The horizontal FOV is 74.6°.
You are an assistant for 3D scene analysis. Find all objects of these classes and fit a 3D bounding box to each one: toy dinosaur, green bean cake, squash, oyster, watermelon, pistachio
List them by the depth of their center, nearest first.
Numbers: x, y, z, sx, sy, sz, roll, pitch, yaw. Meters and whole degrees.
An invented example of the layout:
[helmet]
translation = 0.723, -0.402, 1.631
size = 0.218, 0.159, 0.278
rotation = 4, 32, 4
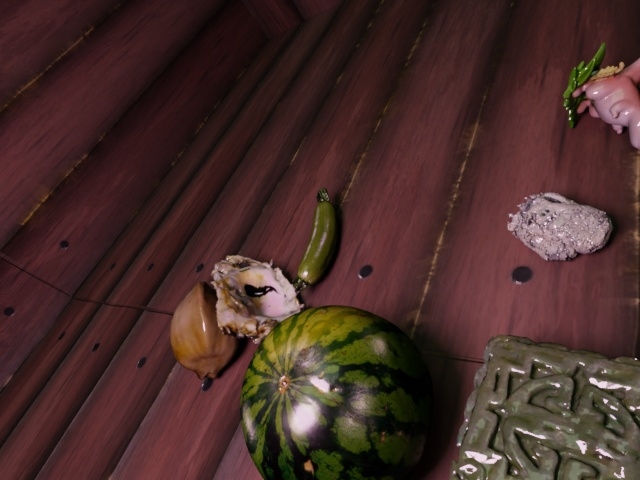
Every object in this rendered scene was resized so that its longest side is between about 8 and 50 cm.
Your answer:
[green bean cake]
translation = 0.302, 0.250, 0.491
size = 0.255, 0.132, 0.241
rotation = 6, 54, 46
[watermelon]
translation = 0.025, 0.235, 0.625
size = 0.285, 0.285, 0.285
rotation = -24, 40, 22
[toy dinosaur]
translation = 0.560, -0.271, 0.778
size = 0.177, 0.152, 0.194
rotation = 22, 75, 42
[oyster]
translation = -0.153, 0.140, 1.002
size = 0.201, 0.107, 0.354
rotation = -6, 32, -17
[pistachio]
translation = -0.283, 0.197, 1.027
size = 0.260, 0.162, 0.213
rotation = -124, 39, -54
[squash]
translation = 0.002, 0.001, 1.050
size = 0.071, 0.080, 0.319
rotation = -21, 42, 38

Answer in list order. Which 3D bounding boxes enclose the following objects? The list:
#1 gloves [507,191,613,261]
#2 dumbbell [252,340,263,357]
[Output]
[gloves]
translation = 0.404, -0.024, 0.719
size = 0.114, 0.070, 0.153
rotation = -44, 38, -4
[dumbbell]
translation = -0.132, 0.244, 0.963
size = 0.036, 0.040, 0.083
rotation = -54, 24, 39
